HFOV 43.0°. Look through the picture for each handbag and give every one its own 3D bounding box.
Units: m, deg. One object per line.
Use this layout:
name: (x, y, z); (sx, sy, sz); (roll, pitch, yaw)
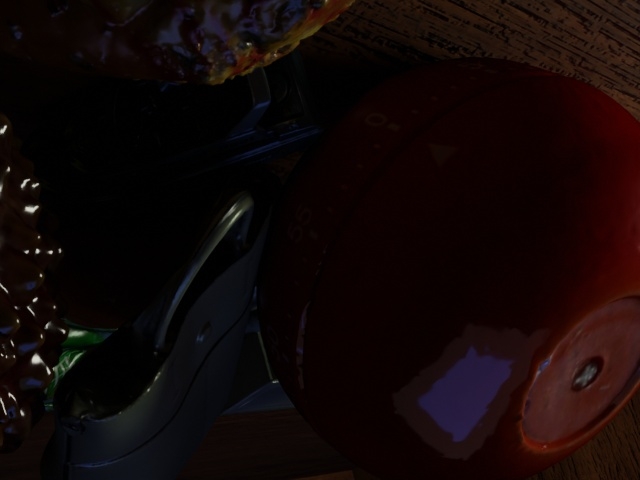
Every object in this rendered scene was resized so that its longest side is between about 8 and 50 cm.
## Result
handbag: (-0.119, 0.067, 0.593); (0.109, 0.241, 0.315); (27, 139, 6)

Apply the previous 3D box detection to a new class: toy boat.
toy boat: (-0.117, -0.086, 0.611); (0.246, 0.093, 0.103); (-17, 165, 2)

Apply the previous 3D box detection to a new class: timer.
timer: (0.134, 0.036, 0.709); (0.377, 0.279, 0.378); (-20, 128, -28)

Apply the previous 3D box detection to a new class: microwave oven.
microwave oven: (-0.050, 0.177, 1.235); (0.204, 0.129, 0.163); (5, 148, -42)

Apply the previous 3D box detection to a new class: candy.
candy: (-0.351, 0.146, 1.024); (0.203, 0.078, 0.141); (-45, 158, 29)

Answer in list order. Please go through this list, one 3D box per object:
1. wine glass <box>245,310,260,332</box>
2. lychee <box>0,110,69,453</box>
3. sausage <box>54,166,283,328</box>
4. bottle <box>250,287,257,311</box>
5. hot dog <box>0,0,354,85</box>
wine glass: (-0.062, 0.170, 1.032); (0.309, 0.264, 0.096); (-21, 147, 10)
lychee: (-0.295, 0.010, 0.430); (0.305, 0.306, 0.330); (-20, 118, 8)
sausage: (-0.145, 0.007, 0.770); (0.258, 0.133, 0.133); (-17, 158, 1)
bottle: (-0.002, 0.004, 0.925); (0.253, 0.080, 0.096); (-28, 165, 26)
hot dog: (-0.060, -0.160, 0.392); (0.256, 0.153, 0.150); (-18, 158, 4)
